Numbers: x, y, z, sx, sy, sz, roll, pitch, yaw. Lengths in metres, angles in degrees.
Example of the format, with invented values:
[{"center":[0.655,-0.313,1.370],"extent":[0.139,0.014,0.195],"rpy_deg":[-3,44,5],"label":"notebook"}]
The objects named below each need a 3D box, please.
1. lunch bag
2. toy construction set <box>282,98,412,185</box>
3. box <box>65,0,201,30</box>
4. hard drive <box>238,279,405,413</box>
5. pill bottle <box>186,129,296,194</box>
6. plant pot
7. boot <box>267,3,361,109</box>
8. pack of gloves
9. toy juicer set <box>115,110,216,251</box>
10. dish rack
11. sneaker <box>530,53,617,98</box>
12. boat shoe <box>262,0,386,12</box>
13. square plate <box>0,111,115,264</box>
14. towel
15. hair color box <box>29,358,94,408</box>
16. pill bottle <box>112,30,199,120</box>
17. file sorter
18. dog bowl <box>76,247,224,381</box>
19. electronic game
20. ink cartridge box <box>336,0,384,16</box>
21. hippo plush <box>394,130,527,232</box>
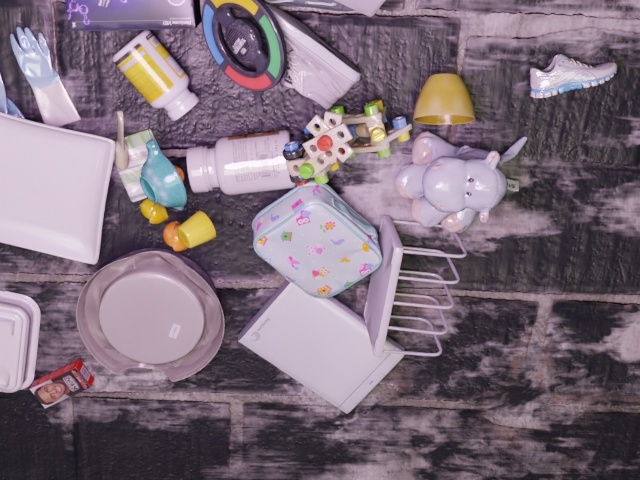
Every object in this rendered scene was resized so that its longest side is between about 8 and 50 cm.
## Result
[{"center":[0.000,0.000,1.856],"extent":[0.224,0.107,0.279],"rpy_deg":[-36,128,19],"label":"lunch bag"},{"center":[0.044,-0.205,1.715],"extent":[0.215,0.328,0.151],"rpy_deg":[-4,102,26],"label":"toy construction set"},{"center":[-0.385,-0.529,1.664],"extent":[0.261,0.103,0.184],"rpy_deg":[-2,116,0],"label":"box"},{"center":[0.004,0.261,2.041],"extent":[0.353,0.047,0.233],"rpy_deg":[36,108,-15],"label":"hard drive"},{"center":[-0.174,-0.169,1.804],"extent":[0.229,0.131,0.131],"rpy_deg":[-6,113,1],"label":"pill bottle"},{"center":[0.269,-0.308,1.764],"extent":[0.134,0.134,0.095],"rpy_deg":[2,89,-2],"label":"plant pot"},{"center":[-0.043,-0.377,1.722],"extent":[0.258,0.095,0.123],"rpy_deg":[33,112,-27],"label":"boot"},{"center":[-0.663,-0.338,1.772],"extent":[0.195,0.046,0.232],"rpy_deg":[-16,113,7],"label":"pack of gloves"},{"center":[-0.353,-0.123,1.796],"extent":[0.089,0.209,0.329],"rpy_deg":[-34,94,-27],"label":"toy juicer set"},{"center":[-0.877,0.247,2.012],"extent":[0.333,0.072,0.285],"rpy_deg":[12,114,-5],"label":"dish rack"},{"center":[0.546,-0.369,1.764],"extent":[0.191,0.071,0.082],"rpy_deg":[-14,107,5],"label":"sneaker"},{"center":[0.010,-0.524,1.670],"extent":[0.320,0.099,0.116],"rpy_deg":[1,113,-1],"label":"boat shoe"},{"center":[-0.651,-0.128,1.836],"extent":[0.347,0.049,0.344],"rpy_deg":[14,124,-6],"label":"square plate"},{"center":[-0.411,-0.170,1.860],"extent":[0.113,0.023,0.152],"rpy_deg":[-17,112,6],"label":"towel"},{"center":[-0.660,0.367,2.079],"extent":[0.141,0.043,0.072],"rpy_deg":[-26,112,11],"label":"hair color box"},{"center":[-0.347,-0.349,1.739],"extent":[0.103,0.103,0.184],"rpy_deg":[-35,109,13],"label":"pill bottle"},{"center":[0.217,0.111,1.903],"extent":[0.173,0.193,0.277],"rpy_deg":[6,113,-7],"label":"file sorter"},{"center":[-0.402,0.174,1.968],"extent":[0.349,0.102,0.348],"rpy_deg":[0,114,-1],"label":"dog bowl"},{"center":[-0.159,-0.415,1.681],"extent":[0.229,0.048,0.229],"rpy_deg":[27,138,27],"label":"electronic game"},{"center":[0.073,-0.607,1.569],"extent":[0.197,0.114,0.272],"rpy_deg":[22,84,-10],"label":"ink cartridge box"},{"center":[0.316,-0.102,1.776],"extent":[0.294,0.236,0.234],"rpy_deg":[4,109,-2],"label":"hippo plush"}]
